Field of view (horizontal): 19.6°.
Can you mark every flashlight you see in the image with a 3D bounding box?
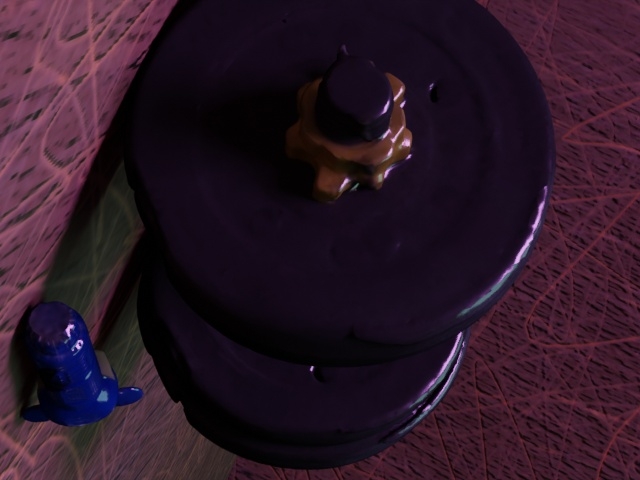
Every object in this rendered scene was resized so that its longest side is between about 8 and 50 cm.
[{"bbox_3d":[-0.113,0.054,0.827,0.121,0.057,0.035,88,-9,-67],"label":"flashlight"}]

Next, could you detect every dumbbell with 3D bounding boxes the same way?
[{"bbox_3d":[0.000,0.000,0.899,0.388,0.185,0.185,103,13,-71],"label":"dumbbell"}]
